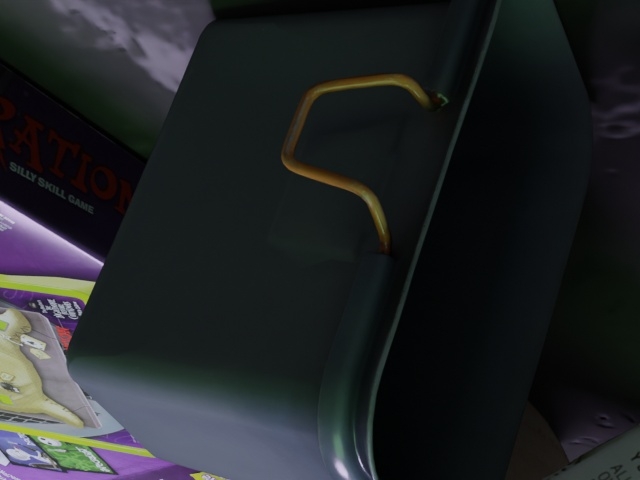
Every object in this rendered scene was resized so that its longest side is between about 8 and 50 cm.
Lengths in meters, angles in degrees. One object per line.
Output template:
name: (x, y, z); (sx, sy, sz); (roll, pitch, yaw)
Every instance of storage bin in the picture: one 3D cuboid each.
storage bin: (0.000, 0.000, 0.375); (0.091, 0.135, 0.098); (5, 151, 27)

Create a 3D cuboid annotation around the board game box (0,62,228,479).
board game box: (-0.097, 0.043, 0.551); (0.208, 0.056, 0.347); (-21, 138, 35)

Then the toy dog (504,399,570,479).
toy dog: (0.097, 0.161, 0.508); (0.333, 0.161, 0.220); (5, 139, -10)

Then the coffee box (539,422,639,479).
coffee box: (0.133, 0.079, 0.366); (0.246, 0.098, 0.141); (-26, 157, -20)
